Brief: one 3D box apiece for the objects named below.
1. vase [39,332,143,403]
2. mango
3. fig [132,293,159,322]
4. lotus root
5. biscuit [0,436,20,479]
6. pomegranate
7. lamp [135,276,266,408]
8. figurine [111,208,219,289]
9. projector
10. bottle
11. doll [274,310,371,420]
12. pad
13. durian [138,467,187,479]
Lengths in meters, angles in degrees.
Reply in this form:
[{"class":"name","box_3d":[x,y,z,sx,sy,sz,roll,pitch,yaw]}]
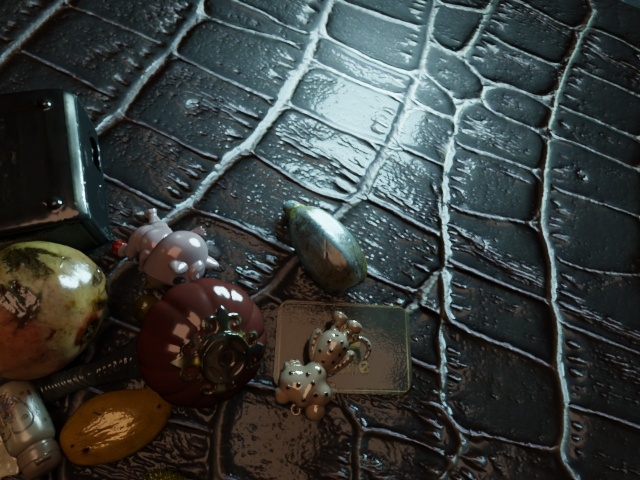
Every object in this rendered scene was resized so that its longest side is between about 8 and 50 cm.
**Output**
[{"class":"vase","box_3d":[-0.535,0.316,1.173,0.237,0.115,0.115,-18,73,-10]},{"class":"mango","box_3d":[-0.467,0.421,1.135,0.262,0.109,0.157,-24,71,-18]},{"class":"fig","box_3d":[-0.436,0.179,1.251,0.088,0.074,0.074,35,67,-23]},{"class":"lotus root","box_3d":[0.000,0.000,1.342,0.158,0.140,0.322,-33,75,-17]},{"class":"biscuit","box_3d":[-0.788,0.478,1.102,0.309,0.040,0.205,-34,80,-20]},{"class":"pomegranate","box_3d":[-0.639,0.154,1.102,0.322,0.322,0.322,3,70,-7]},{"class":"lamp","box_3d":[-0.274,0.239,1.146,0.303,0.257,0.303,-8,103,-36]},{"class":"figurine","box_3d":[-0.406,0.036,1.283,0.287,0.186,0.176,27,27,23]},{"class":"projector","box_3d":[-0.782,-0.149,1.228,0.405,0.242,0.395,-12,73,-11]},{"class":"bottle","box_3d":[-0.645,0.418,1.075,0.097,0.110,0.209,-21,69,-39]},{"class":"doll","box_3d":[0.006,0.313,1.222,0.154,0.119,0.278,40,70,7]},{"class":"pad","box_3d":[0.066,0.307,1.279,0.375,0.063,0.315,3,70,-6]},{"class":"durian","box_3d":[-0.362,0.601,1.069,0.159,0.146,0.198,42,85,8]}]
